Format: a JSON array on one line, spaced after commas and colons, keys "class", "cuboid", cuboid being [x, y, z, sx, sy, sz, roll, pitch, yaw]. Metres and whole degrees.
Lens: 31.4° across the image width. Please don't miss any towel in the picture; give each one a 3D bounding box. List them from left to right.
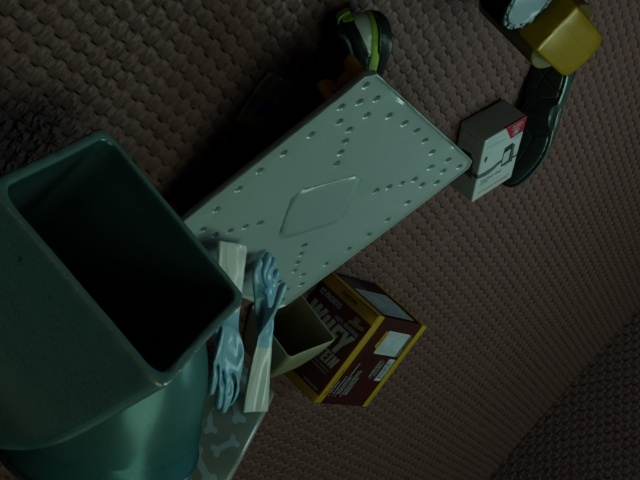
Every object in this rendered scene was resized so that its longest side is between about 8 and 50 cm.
[{"class": "towel", "cuboid": [-0.076, -0.186, 1.523, 0.083, 0.009, 0.060, -53, 152, 7]}]

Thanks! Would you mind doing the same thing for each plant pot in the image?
[{"class": "plant pot", "cuboid": [-0.281, 0.074, 1.196, 0.252, 0.248, 0.247, -37, -175, 23]}, {"class": "plant pot", "cuboid": [-0.258, 0.150, 1.439, 0.271, 0.271, 0.255, -11, 126, -48]}, {"class": "plant pot", "cuboid": [-0.064, 0.163, 1.869, 0.109, 0.109, 0.096, -17, 151, -44]}]

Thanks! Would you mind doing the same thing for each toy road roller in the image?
[{"class": "toy road roller", "cuboid": [0.310, -0.399, 1.559, 0.240, 0.202, 0.329, -44, 153, 12]}]

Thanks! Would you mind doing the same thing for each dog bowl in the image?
[{"class": "dog bowl", "cuboid": [-0.183, 0.342, 1.734, 0.349, 0.102, 0.349, -63, 180, 0]}]

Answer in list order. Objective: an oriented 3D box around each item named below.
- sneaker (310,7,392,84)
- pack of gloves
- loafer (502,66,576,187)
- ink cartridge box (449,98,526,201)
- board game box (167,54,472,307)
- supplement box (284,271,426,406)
[{"class": "sneaker", "cuboid": [0.027, -0.224, 1.577, 0.097, 0.084, 0.235, -5, 133, -19]}, {"class": "pack of gloves", "cuboid": [-0.089, 0.124, 1.568, 0.195, 0.046, 0.232, 16, 77, -69]}, {"class": "loafer", "cuboid": [0.398, -0.216, 2.052, 0.084, 0.096, 0.267, -22, 140, -48]}, {"class": "ink cartridge box", "cuboid": [0.293, -0.157, 2.003, 0.109, 0.063, 0.150, -31, 146, -29]}, {"class": "board game box", "cuboid": [-0.011, -0.065, 1.614, 0.390, 0.050, 0.390, -37, 154, 13]}, {"class": "supplement box", "cuboid": [0.048, 0.177, 2.002, 0.191, 0.129, 0.194, -54, 151, 10]}]
